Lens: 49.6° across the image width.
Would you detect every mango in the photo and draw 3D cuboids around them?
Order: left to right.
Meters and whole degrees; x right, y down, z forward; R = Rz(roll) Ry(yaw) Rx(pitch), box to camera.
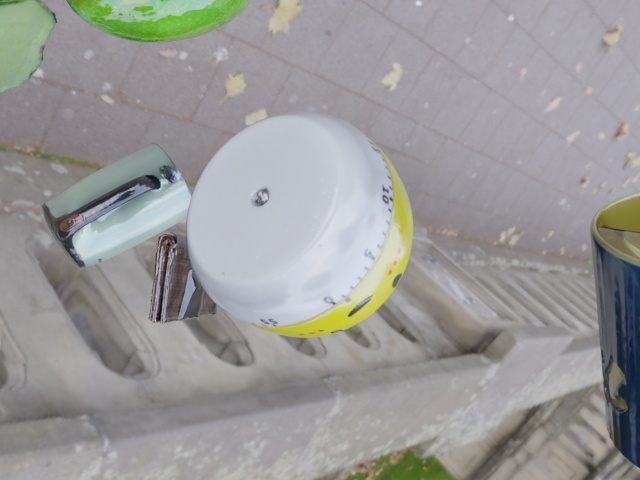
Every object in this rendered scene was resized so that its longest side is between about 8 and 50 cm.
[{"bbox_3d":[-0.159,-0.326,0.728,0.201,0.225,0.381,-55,-165,41],"label":"mango"}]

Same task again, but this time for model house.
[{"bbox_3d":[-0.501,-0.319,0.936,0.195,0.189,0.214,-43,179,-40],"label":"model house"}]

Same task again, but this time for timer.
[{"bbox_3d":[0.000,0.000,0.853,0.285,0.285,0.285,-30,145,-24],"label":"timer"}]

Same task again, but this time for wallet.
[{"bbox_3d":[-0.189,0.056,1.012,0.230,0.042,0.124,24,72,-83],"label":"wallet"}]

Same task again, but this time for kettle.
[{"bbox_3d":[-0.385,-0.068,1.310,0.255,0.165,0.240,-30,-178,-21],"label":"kettle"}]

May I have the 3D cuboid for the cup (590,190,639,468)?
[{"bbox_3d":[0.242,0.051,0.444,0.176,0.131,0.155,-51,137,-59],"label":"cup"}]
